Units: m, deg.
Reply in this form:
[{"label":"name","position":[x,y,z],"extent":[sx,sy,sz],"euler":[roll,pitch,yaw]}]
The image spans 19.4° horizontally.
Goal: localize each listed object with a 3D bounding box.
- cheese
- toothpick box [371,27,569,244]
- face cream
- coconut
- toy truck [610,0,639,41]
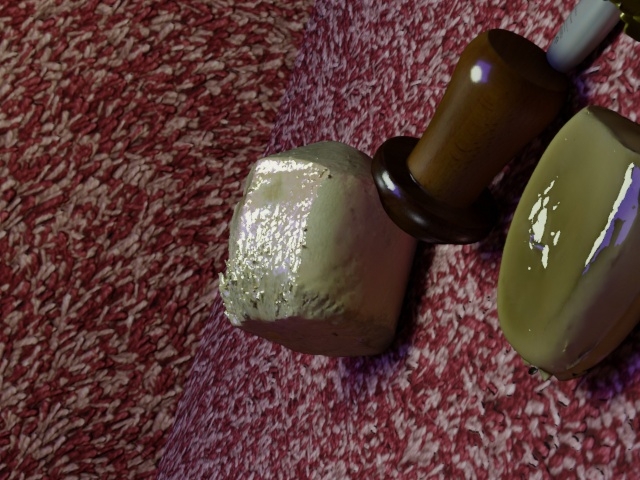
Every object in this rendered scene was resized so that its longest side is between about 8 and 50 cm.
[{"label":"cheese","position":[0.302,0.012,2.131],"extent":[0.259,0.128,0.316],"euler":[-118,47,-64]},{"label":"toothpick box","position":[0.197,-0.132,2.510],"extent":[0.294,0.192,0.192],"euler":[-56,23,28]},{"label":"face cream","position":[0.351,-0.287,2.402],"extent":[0.182,0.051,0.072],"euler":[126,157,-47]},{"label":"coconut","position":[0.000,0.000,2.812],"extent":[0.297,0.297,0.310],"euler":[150,133,-65]},{"label":"toy truck","position":[0.355,-0.394,2.190],"extent":[0.180,0.254,0.405],"euler":[-48,33,20]}]
